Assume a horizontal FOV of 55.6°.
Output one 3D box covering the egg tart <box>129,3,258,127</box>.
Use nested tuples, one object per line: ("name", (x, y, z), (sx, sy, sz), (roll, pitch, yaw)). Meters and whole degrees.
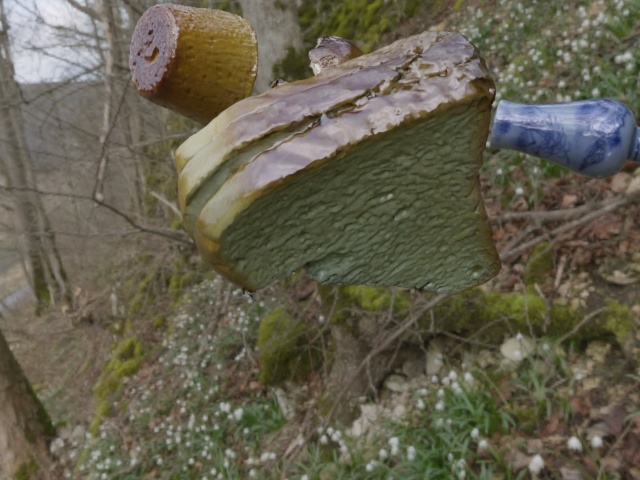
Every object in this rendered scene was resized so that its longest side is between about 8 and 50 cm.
("egg tart", (-0.214, -0.285, 0.987), (0.203, 0.202, 0.147), (-2, -1, 45))

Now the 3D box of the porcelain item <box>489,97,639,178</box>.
("porcelain item", (0.433, -0.183, 1.055), (0.259, 0.141, 0.141), (11, 13, 18))

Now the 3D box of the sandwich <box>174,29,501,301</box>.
("sandwich", (0.032, -0.023, 0.539), (0.254, 0.099, 0.288), (-26, -36, 3))

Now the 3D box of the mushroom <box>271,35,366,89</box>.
("mushroom", (0.034, -0.450, 1.727), (0.208, 0.233, 0.302), (-45, 15, -17))
